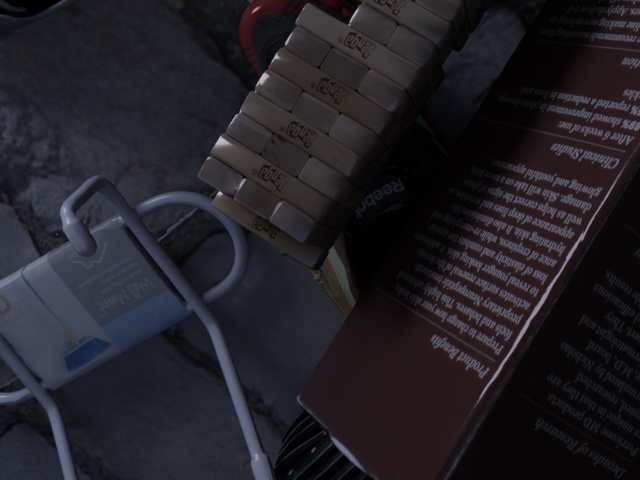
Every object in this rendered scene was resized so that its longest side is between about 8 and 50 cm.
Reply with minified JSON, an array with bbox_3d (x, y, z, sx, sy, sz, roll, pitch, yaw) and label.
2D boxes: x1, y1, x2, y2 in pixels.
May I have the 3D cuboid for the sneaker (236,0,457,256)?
[{"bbox_3d":[0.034,-0.078,0.798,0.097,0.135,0.276,-35,105,24],"label":"sneaker"}]

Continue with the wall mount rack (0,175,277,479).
[{"bbox_3d":[-0.197,0.121,0.933,0.350,0.130,0.304,-28,108,21],"label":"wall mount rack"}]

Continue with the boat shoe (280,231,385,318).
[{"bbox_3d":[0.000,0.000,0.887,0.072,0.068,0.190,-20,102,30],"label":"boat shoe"}]

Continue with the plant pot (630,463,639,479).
[{"bbox_3d":[0.290,0.158,0.806,0.237,0.254,0.237,3,115,8],"label":"plant pot"}]

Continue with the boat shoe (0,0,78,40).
[{"bbox_3d":[-0.237,-0.204,0.808,0.227,0.081,0.079,-21,111,17],"label":"boat shoe"}]

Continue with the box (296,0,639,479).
[{"bbox_3d":[0.164,0.008,0.692,0.143,0.191,0.381,34,89,-27],"label":"box"}]

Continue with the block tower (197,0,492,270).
[{"bbox_3d":[0.045,-0.143,0.706,0.091,0.097,0.336,33,93,12],"label":"block tower"}]

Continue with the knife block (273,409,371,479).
[{"bbox_3d":[0.072,0.126,0.931,0.088,0.242,0.276,40,70,-12],"label":"knife block"}]
